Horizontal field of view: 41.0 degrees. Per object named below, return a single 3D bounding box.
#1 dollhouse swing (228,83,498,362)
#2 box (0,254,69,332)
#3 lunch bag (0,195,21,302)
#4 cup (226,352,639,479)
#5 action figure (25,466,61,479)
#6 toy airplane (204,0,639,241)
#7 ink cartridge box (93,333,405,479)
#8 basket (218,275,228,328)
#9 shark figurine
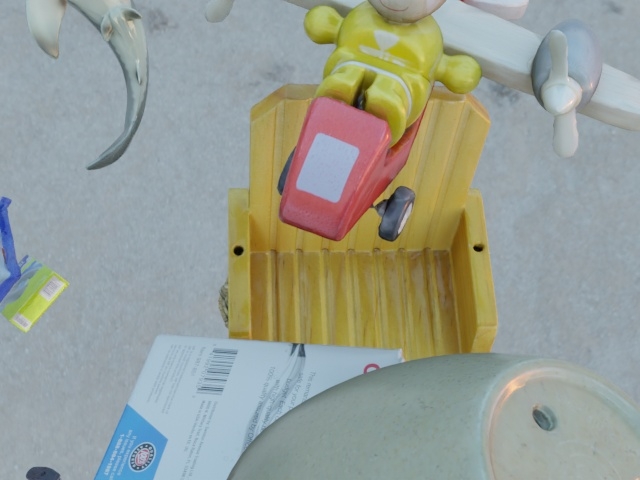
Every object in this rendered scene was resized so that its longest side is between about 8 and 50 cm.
[{"bbox_3d":[0.058,0.017,1.080,0.347,0.305,0.315,0,67,-7],"label":"dollhouse swing"},{"bbox_3d":[-0.505,0.086,1.465,0.109,0.042,0.178,-51,32,-15],"label":"box"},{"bbox_3d":[-0.668,0.066,1.213,0.328,0.385,0.239,23,27,-36],"label":"lunch bag"},{"bbox_3d":[0.113,0.209,0.597,0.331,0.237,0.331,16,49,-19],"label":"cup"},{"bbox_3d":[-0.560,0.610,1.830,0.099,0.285,0.185,6,44,13],"label":"action figure"},{"bbox_3d":[0.091,-0.219,0.854,0.386,0.272,0.384,-18,67,-8],"label":"toy airplane"},{"bbox_3d":[-0.065,0.236,0.967,0.308,0.129,0.223,2,46,17],"label":"ink cartridge box"},{"bbox_3d":[-0.040,0.142,1.677,0.223,0.299,0.213,33,88,-31],"label":"basket"},{"bbox_3d":[-0.211,-0.204,0.765,0.166,0.278,0.116,-38,38,-10],"label":"shark figurine"}]
